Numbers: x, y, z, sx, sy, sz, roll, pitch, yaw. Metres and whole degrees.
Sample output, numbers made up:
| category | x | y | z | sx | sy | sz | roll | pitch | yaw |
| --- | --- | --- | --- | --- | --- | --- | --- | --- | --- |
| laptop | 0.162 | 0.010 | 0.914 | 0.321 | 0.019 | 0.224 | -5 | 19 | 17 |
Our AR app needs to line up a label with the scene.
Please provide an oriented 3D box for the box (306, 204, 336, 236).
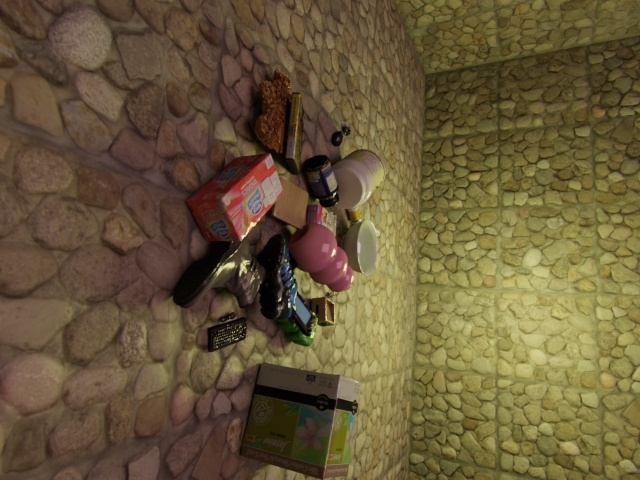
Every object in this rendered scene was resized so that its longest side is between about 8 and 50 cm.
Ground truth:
| category | x | y | z | sx | sy | sz | roll | pitch | yaw |
| --- | --- | --- | --- | --- | --- | --- | --- | --- | --- |
| box | 0.000 | 0.000 | 1.913 | 0.200 | 0.057 | 0.294 | 21 | 71 | -62 |

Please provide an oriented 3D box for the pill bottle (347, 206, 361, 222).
| category | x | y | z | sx | sy | sz | roll | pitch | yaw |
| --- | --- | --- | --- | --- | --- | --- | --- | --- | --- |
| pill bottle | 0.182 | -0.158 | 2.266 | 0.065 | 0.065 | 0.117 | -60 | 140 | -45 |

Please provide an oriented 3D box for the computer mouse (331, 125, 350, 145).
| category | x | y | z | sx | sy | sz | roll | pitch | yaw |
| --- | --- | --- | --- | --- | --- | --- | --- | --- | --- |
| computer mouse | 0.120 | -0.550 | 2.175 | 0.242 | 0.041 | 0.071 | -52 | 133 | -52 |

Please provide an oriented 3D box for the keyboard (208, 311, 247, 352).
| category | x | y | z | sx | sy | sz | roll | pitch | yaw |
| --- | --- | --- | --- | --- | --- | --- | --- | --- | --- |
| keyboard | -0.300 | 0.293 | 1.362 | 0.180 | 0.023 | 0.108 | -4 | 93 | -64 |

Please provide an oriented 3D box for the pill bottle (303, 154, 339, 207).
| category | x | y | z | sx | sy | sz | roll | pitch | yaw |
| --- | --- | --- | --- | --- | --- | --- | --- | --- | --- |
| pill bottle | 0.011 | -0.262 | 1.867 | 0.123 | 0.122 | 0.219 | -63 | 143 | -42 |

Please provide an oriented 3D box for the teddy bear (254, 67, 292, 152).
| category | x | y | z | sx | sy | sz | roll | pitch | yaw |
| --- | --- | --- | --- | --- | --- | --- | --- | --- | --- |
| teddy bear | -0.171 | -0.479 | 1.546 | 0.245 | 0.112 | 0.339 | 60 | 35 | -73 |

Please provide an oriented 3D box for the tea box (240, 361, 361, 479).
| category | x | y | z | sx | sy | sz | roll | pitch | yaw |
| --- | --- | --- | --- | --- | --- | --- | --- | --- | --- |
| tea box | -0.062 | 0.635 | 1.489 | 0.220 | 0.328 | 0.324 | 44 | 51 | -55 |

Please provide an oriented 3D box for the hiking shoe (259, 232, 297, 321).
| category | x | y | z | sx | sy | sz | roll | pitch | yaw |
| --- | --- | --- | --- | --- | --- | --- | --- | --- | --- |
| hiking shoe | -0.143 | 0.130 | 1.469 | 0.132 | 0.113 | 0.305 | 21 | 67 | -50 |

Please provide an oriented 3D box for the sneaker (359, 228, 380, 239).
| category | x | y | z | sx | sy | sz | roll | pitch | yaw |
| --- | --- | --- | --- | --- | --- | --- | --- | --- | --- |
| sneaker | 0.266 | -0.033 | 2.422 | 0.258 | 0.094 | 0.092 | 10 | 93 | -55 |

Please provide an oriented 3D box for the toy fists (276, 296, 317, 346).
| category | x | y | z | sx | sy | sz | roll | pitch | yaw |
| --- | --- | --- | --- | --- | --- | --- | --- | --- | --- |
| toy fists | -0.101 | 0.325 | 1.677 | 0.279 | 0.096 | 0.142 | 61 | 29 | -41 |

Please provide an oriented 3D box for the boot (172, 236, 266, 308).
| category | x | y | z | sx | sy | sz | roll | pitch | yaw |
| --- | --- | --- | --- | --- | --- | --- | --- | --- | --- |
| boot | -0.281 | 0.132 | 1.271 | 0.338 | 0.118 | 0.223 | -56 | 132 | -43 |

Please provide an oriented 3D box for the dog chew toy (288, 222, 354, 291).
| category | x | y | z | sx | sy | sz | roll | pitch | yaw |
| --- | --- | --- | --- | --- | --- | --- | --- | --- | --- |
| dog chew toy | 0.017 | 0.087 | 1.719 | 0.332 | 0.206 | 0.207 | 49 | 44 | -23 |

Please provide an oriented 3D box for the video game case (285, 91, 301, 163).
| category | x | y | z | sx | sy | sz | roll | pitch | yaw |
| --- | --- | --- | --- | --- | --- | --- | --- | --- | --- |
| video game case | -0.096 | -0.402 | 1.614 | 0.275 | 0.035 | 0.249 | 60 | 35 | -88 |

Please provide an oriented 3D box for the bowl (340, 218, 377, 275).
| category | x | y | z | sx | sy | sz | roll | pitch | yaw |
| --- | --- | --- | --- | --- | --- | --- | --- | --- | --- |
| bowl | 0.192 | 0.037 | 2.208 | 0.297 | 0.133 | 0.299 | 1 | 89 | -64 |

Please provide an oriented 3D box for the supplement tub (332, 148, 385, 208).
| category | x | y | z | sx | sy | sz | roll | pitch | yaw |
| --- | --- | --- | --- | --- | --- | --- | --- | --- | --- |
| supplement tub | 0.170 | -0.305 | 2.058 | 0.325 | 0.235 | 0.236 | -45 | 128 | -54 |

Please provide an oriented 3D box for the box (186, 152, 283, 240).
| category | x | y | z | sx | sy | sz | roll | pitch | yaw |
| --- | --- | --- | --- | --- | --- | --- | --- | --- | --- |
| box | -0.257 | -0.141 | 1.317 | 0.300 | 0.141 | 0.154 | -58 | 139 | -46 |

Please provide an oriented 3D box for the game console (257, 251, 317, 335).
| category | x | y | z | sx | sy | sz | roll | pitch | yaw |
| --- | --- | --- | --- | --- | --- | --- | --- | --- | --- |
| game console | -0.118 | 0.193 | 1.571 | 0.362 | 0.043 | 0.213 | 57 | 40 | -15 |

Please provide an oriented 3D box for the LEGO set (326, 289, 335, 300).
| category | x | y | z | sx | sy | sz | roll | pitch | yaw |
| --- | --- | --- | --- | --- | --- | --- | --- | --- | --- |
| LEGO set | 0.058 | 0.268 | 2.061 | 0.083 | 0.023 | 0.054 | -45 | 128 | -54 |

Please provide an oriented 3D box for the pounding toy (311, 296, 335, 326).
| category | x | y | z | sx | sy | sz | roll | pitch | yaw |
| --- | --- | --- | --- | --- | --- | --- | --- | --- | --- |
| pounding toy | -0.003 | 0.339 | 1.886 | 0.130 | 0.100 | 0.141 | 41 | 44 | -57 |

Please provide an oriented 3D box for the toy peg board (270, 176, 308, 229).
| category | x | y | z | sx | sy | sz | roll | pitch | yaw |
| --- | --- | --- | --- | --- | --- | --- | --- | --- | --- |
| toy peg board | -0.140 | -0.139 | 1.644 | 0.160 | 0.079 | 0.162 | 26 | 65 | -43 |
